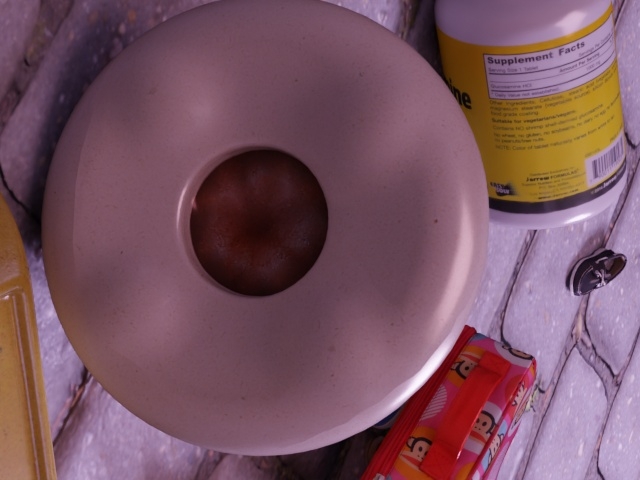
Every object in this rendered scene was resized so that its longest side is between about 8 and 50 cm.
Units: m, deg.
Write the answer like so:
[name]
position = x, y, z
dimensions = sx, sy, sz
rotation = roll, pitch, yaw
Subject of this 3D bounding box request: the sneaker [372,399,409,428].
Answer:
[sneaker]
position = 0.065, 0.119, 1.742
dimensions = 0.084, 0.058, 0.152
rotation = 25, 83, -53

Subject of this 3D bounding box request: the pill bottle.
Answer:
[pill bottle]
position = 0.223, -0.194, 1.775
dimensions = 0.188, 0.188, 0.334
rotation = -46, 135, -42

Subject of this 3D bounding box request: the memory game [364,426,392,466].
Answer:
[memory game]
position = 0.102, 0.211, 1.871
dimensions = 0.186, 0.012, 0.186
rotation = -24, 118, -54

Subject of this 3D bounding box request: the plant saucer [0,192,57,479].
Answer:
[plant saucer]
position = -0.296, 0.161, 1.154
dimensions = 0.333, 0.081, 0.332
rotation = -32, 125, -50

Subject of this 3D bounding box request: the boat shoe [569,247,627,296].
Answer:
[boat shoe]
position = 0.374, 0.045, 2.233
dimensions = 0.125, 0.038, 0.046
rotation = -27, 122, -52

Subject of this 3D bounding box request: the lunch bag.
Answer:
[lunch bag]
position = 0.122, 0.235, 1.708
dimensions = 0.293, 0.120, 0.258
rotation = -53, 164, -42

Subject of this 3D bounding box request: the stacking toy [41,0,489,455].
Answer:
[stacking toy]
position = 0.000, 0.000, 1.439
dimensions = 0.480, 0.350, 0.350
rotation = 16, 85, -75
